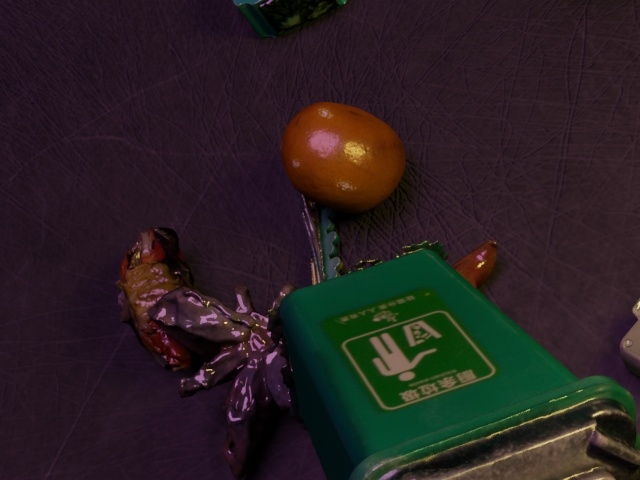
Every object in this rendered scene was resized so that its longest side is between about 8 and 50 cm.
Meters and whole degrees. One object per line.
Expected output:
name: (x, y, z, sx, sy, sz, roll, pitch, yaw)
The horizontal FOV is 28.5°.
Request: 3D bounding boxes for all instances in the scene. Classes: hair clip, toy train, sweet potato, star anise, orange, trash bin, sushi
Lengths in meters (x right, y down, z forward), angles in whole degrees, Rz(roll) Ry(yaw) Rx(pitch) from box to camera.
hair clip: (0.001, 0.000, 1.556, 0.049, 0.049, 0.172, -21, 53, 15)
toy train: (-0.044, -0.391, 1.846, 0.198, 0.107, 0.154, -24, 55, 13)
sweet potato: (0.142, 0.085, 1.401, 0.058, 0.055, 0.202, 32, 70, 6)
star anise: (-0.069, 0.139, 1.437, 0.198, 0.110, 0.257, -25, 59, -3)
orange: (0.025, -0.100, 1.547, 0.156, 0.156, 0.124, 38, 118, 43)
trash bin: (0.116, 0.200, 1.174, 0.259, 0.295, 0.381, -17, 33, -10)
sushi: (-0.204, 0.081, 1.581, 0.097, 0.103, 0.226, -7, 44, -13)

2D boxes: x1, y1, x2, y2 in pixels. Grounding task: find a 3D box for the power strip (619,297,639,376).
power strip: (0.416, 0.124, 1.212, 0.118, 0.046, 0.270, -47, 45, -12)
